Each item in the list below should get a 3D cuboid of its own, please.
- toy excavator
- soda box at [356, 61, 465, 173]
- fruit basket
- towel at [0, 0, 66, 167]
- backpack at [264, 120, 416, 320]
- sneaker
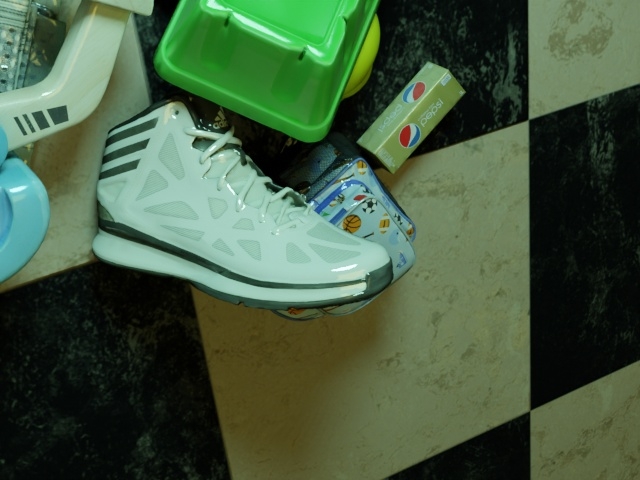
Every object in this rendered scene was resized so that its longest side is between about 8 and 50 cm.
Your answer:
[{"bbox_3d":[-0.404,-0.113,1.140,0.445,0.222,0.433,-23,129,-30],"label":"toy excavator"},{"bbox_3d":[0.146,-0.199,1.529,0.181,0.061,0.058,-48,127,-2],"label":"soda box"},{"bbox_3d":[-0.033,-0.317,1.270,0.283,0.392,0.392,23,101,-7],"label":"fruit basket"},{"bbox_3d":[-0.490,-0.216,1.165,0.324,0.056,0.312,6,110,-32],"label":"towel"},{"bbox_3d":[0.000,0.000,1.465,0.263,0.213,0.276,-37,129,4],"label":"backpack"},{"bbox_3d":[-0.114,-0.068,1.254,0.169,0.447,0.257,-35,132,-62],"label":"sneaker"}]
